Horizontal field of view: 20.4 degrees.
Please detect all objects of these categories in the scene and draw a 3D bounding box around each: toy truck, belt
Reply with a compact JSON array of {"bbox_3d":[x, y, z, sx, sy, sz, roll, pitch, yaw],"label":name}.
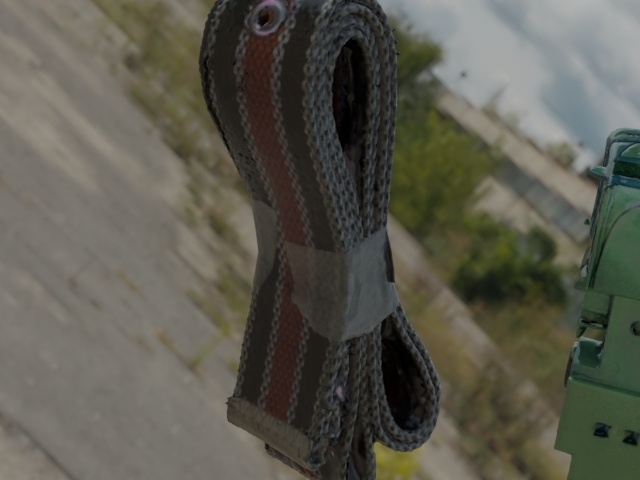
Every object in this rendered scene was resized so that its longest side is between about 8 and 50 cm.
[{"bbox_3d":[0.134,0.045,0.767,0.067,0.175,0.081,13,25,13],"label":"toy truck"},{"bbox_3d":[0.000,0.000,1.111,0.094,0.126,0.359,25,-48,39],"label":"belt"}]
